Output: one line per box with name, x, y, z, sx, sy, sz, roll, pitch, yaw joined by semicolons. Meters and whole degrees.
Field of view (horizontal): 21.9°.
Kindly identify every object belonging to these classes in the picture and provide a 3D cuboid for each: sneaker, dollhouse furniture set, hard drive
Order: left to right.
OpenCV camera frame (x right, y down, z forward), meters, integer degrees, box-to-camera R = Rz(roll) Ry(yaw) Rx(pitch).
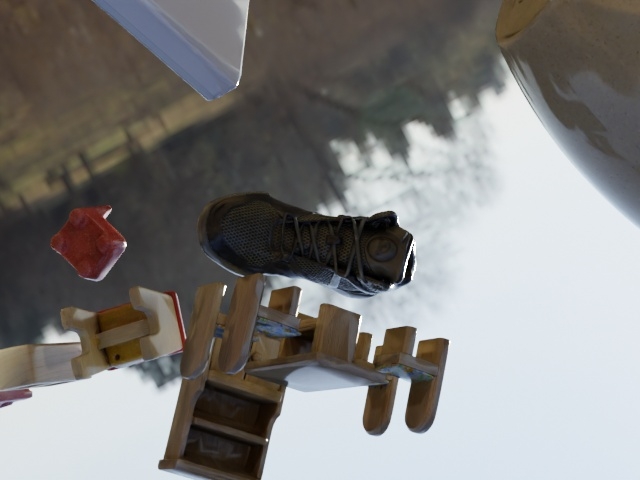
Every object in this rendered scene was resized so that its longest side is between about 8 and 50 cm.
dollhouse furniture set;-0.320;0.070;1.800;0.374;0.201;0.152;-16;172;23
hard drive;-0.197;-0.316;1.525;0.047;0.353;0.233;-27;-139;30
dollhouse furniture set;-0.039;0.150;1.567;0.212;0.161;0.242;20;162;-27
sneaker;0.000;0.000;1.572;0.227;0.087;0.130;18;161;-32

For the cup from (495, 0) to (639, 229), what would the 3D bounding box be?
cup;0.303;-0.194;1.507;0.331;0.237;0.331;-55;-166;22
